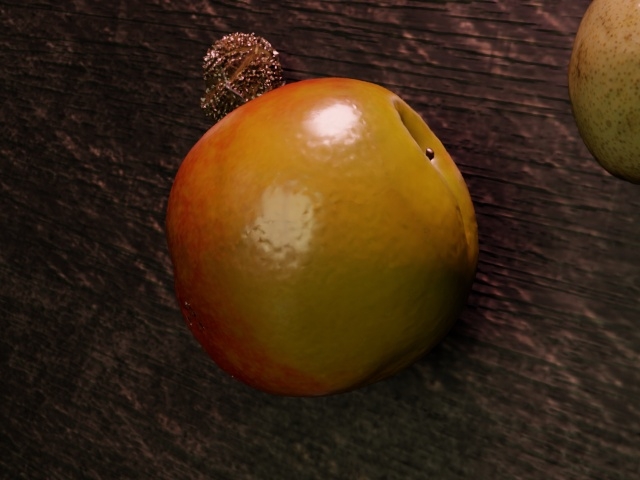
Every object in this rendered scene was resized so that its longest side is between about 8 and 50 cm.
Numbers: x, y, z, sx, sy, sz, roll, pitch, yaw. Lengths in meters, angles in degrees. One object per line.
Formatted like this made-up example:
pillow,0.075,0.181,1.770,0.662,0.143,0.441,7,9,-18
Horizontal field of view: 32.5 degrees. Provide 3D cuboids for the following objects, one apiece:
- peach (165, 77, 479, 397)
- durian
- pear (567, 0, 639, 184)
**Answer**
peach,0.000,0.000,0.798,0.231,0.231,0.231,-5,82,37
durian,-0.073,-0.137,0.950,0.091,0.080,0.080,-21,73,37
pear,0.232,-0.096,0.661,0.167,0.167,0.137,9,107,38
